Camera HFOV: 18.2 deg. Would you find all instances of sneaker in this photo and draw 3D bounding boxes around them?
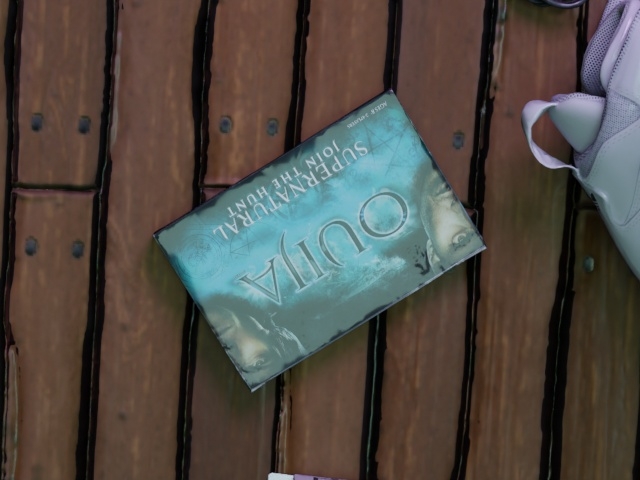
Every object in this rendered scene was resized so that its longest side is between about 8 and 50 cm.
[{"bbox_3d":[0.307,-0.116,1.273,0.366,0.137,0.210,-43,98,5],"label":"sneaker"}]

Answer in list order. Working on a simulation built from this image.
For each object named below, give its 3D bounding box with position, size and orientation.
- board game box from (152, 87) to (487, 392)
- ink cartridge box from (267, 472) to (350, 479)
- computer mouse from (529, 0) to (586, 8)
[{"bbox_3d":[0.000,0.000,1.329,0.186,0.026,0.126,-32,95,1],"label":"board game box"},{"bbox_3d":[0.004,0.186,1.346,0.083,0.028,0.048,6,95,-2],"label":"ink cartridge box"},{"bbox_3d":[0.174,-0.298,1.294,0.184,0.060,0.262,40,104,-9],"label":"computer mouse"}]
